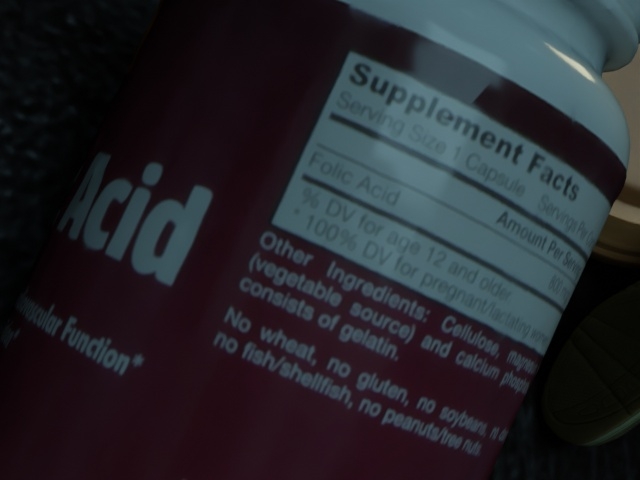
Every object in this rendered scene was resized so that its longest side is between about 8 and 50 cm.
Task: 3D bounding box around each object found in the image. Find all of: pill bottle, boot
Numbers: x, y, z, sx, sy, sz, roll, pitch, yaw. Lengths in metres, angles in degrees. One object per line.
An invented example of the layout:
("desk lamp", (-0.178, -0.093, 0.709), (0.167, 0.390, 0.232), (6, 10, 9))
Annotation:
("pill bottle", (0.000, 0.000, 0.570), (0.224, 0.224, 0.392), (26, 86, -20))
("boot", (0.256, 0.071, 0.844), (0.213, 0.077, 0.165), (-48, 140, 5))

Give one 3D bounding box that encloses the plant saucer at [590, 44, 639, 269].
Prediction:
("plant saucer", (0.223, -0.081, 0.860), (0.200, 0.037, 0.200), (1, 80, -3))
